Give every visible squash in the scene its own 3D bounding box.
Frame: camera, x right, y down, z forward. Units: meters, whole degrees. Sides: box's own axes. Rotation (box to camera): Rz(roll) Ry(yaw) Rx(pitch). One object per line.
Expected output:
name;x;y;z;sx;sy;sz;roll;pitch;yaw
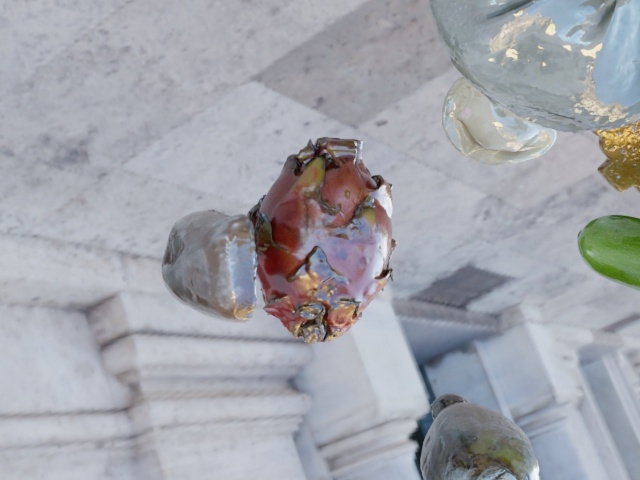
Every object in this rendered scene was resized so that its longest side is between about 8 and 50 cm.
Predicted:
squash;0.491;0.047;1.224;0.378;0.101;0.101;19;-177;29

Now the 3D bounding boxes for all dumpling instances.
dumpling;0.270;-0.171;1.564;0.169;0.100;0.134;16;129;-27

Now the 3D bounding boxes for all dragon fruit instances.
dragon fruit;0.000;-0.004;1.603;0.250;0.315;0.250;-14;-171;2

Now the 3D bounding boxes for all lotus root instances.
lotus root;0.242;0.343;1.551;0.175;0.175;0.349;-21;-168;2

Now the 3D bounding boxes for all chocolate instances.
chocolate;-0.173;0.036;1.447;0.080;0.157;0.254;-3;-175;-25

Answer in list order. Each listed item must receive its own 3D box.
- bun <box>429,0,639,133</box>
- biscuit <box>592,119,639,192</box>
bun;0.284;-0.282;1.044;0.354;0.355;0.194;-16;-177;-13
biscuit;0.490;-0.152;1.377;0.238;0.212;0.041;-39;-169;25
